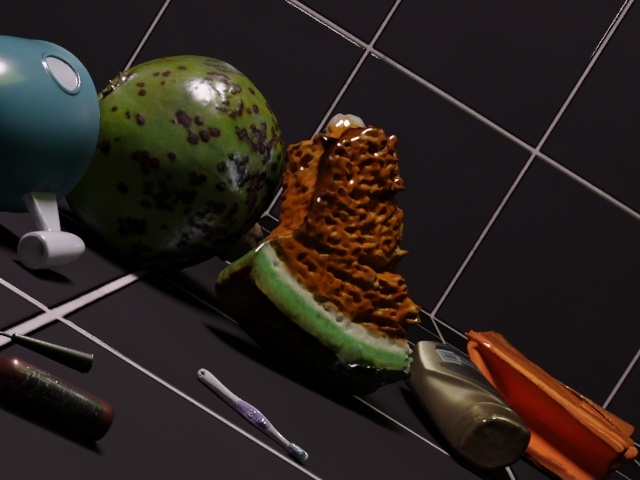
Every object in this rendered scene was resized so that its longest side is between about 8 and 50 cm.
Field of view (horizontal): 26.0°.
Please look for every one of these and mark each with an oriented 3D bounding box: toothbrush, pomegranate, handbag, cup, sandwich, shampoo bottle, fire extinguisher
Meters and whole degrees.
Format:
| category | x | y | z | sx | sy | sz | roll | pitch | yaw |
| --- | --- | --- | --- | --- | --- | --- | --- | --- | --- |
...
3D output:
| category | x | y | z | sx | sy | sz | roll | pitch | yaw |
| --- | --- | --- | --- | --- | --- | --- | --- | --- | --- |
| toothbrush | -0.057 | 0.140 | 1.124 | 0.131 | 0.011 | 0.013 | 34 | -17 | 35 |
| pomegranate | -0.158 | -0.077 | 1.557 | 0.254 | 0.254 | 0.270 | 36 | -17 | 53 |
| handbag | 0.331 | 0.261 | 2.103 | 0.303 | 0.116 | 0.410 | 36 | 5 | 14 |
| cup | -0.304 | -0.104 | 1.207 | 0.299 | 0.167 | 0.173 | 58 | 18 | 12 |
| sandwich | 0.000 | 0.000 | 1.529 | 0.250 | 0.301 | 0.162 | 30 | -23 | -35 |
| shampoo bottle | 0.178 | 0.205 | 1.715 | 0.126 | 0.084 | 0.350 | 29 | 4 | -10 |
| fire extinguisher | -0.162 | 0.076 | 0.803 | 0.100 | 0.046 | 0.032 | 32 | -10 | -24 |
